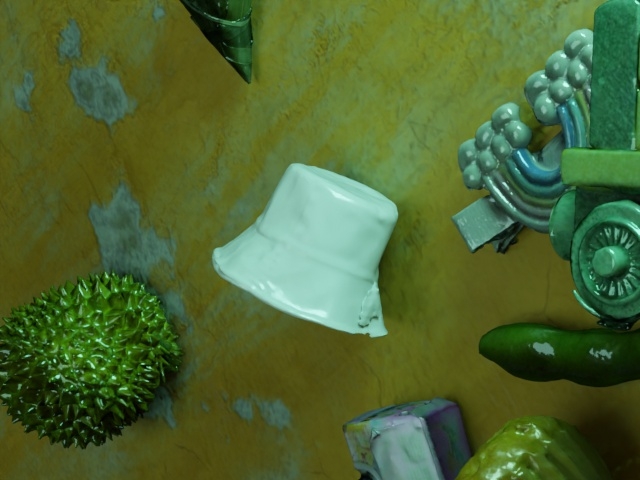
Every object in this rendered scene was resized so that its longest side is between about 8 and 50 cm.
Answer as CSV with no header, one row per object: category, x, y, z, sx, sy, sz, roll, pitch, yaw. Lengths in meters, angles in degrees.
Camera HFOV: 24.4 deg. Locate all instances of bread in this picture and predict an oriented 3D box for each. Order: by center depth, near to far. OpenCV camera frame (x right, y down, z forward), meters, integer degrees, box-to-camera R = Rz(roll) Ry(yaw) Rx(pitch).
bread,0.172,0.265,1.279,0.139,0.240,0.240,31,122,27

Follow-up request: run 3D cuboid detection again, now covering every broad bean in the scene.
broad bean,0.234,0.099,1.298,0.254,0.046,0.065,-7,122,50

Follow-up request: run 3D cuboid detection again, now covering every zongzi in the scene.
zongzi,-0.115,-0.234,1.581,0.109,0.055,0.119,25,129,43

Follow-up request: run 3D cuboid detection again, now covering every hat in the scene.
hat,0.000,0.000,1.449,0.203,0.203,0.126,29,102,38

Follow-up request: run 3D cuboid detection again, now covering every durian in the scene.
durian,-0.290,0.149,1.784,0.237,0.176,0.200,-21,105,36

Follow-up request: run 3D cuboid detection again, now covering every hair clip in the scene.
hair clip,0.198,-0.067,1.300,0.220,0.054,0.140,-46,60,39

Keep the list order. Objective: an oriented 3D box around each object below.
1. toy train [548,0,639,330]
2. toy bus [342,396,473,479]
toy train,0.340,-0.055,1.077,0.397,0.160,0.253,6,98,45
toy bus,0.109,0.296,1.454,0.112,0.090,0.274,-16,89,39
